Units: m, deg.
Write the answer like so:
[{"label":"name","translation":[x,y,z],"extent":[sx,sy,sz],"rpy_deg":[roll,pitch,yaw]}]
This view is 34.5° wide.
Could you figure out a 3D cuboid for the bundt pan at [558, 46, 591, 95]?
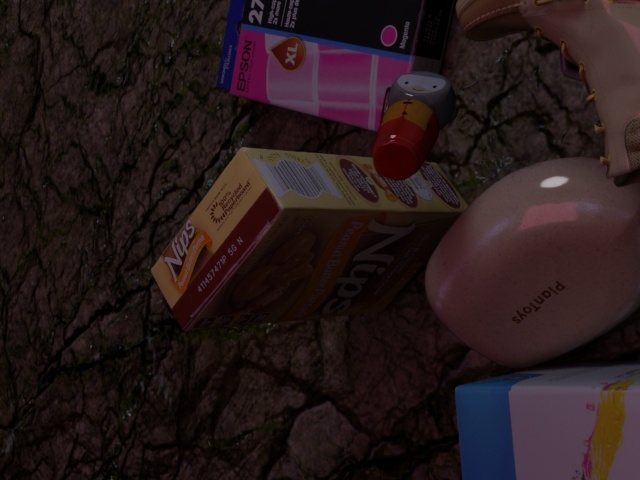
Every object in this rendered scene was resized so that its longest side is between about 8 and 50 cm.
[{"label":"bundt pan","translation":[0.353,-0.255,0.894],"extent":[0.330,0.124,0.331],"rpy_deg":[4,96,47]}]

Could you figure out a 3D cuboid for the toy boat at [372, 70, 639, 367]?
[{"label":"toy boat","translation":[0.182,-0.033,1.009],"extent":[0.318,0.148,0.267],"rpy_deg":[42,127,-12]}]

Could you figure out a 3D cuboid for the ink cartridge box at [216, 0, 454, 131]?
[{"label":"ink cartridge box","translation":[-0.010,-0.246,1.271],"extent":[0.370,0.069,0.176],"rpy_deg":[20,104,42]}]

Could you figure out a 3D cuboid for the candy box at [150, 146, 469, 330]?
[{"label":"candy box","translation":[0.000,0.000,1.094],"extent":[0.183,0.316,0.088],"rpy_deg":[-49,60,31]}]

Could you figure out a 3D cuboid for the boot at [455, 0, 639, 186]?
[{"label":"boot","translation":[0.232,-0.145,0.880],"extent":[0.262,0.095,0.204],"rpy_deg":[-6,90,44]}]

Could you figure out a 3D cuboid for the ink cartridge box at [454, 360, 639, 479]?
[{"label":"ink cartridge box","translation":[0.293,0.213,0.922],"extent":[0.270,0.198,0.197],"rpy_deg":[-7,86,42]}]
